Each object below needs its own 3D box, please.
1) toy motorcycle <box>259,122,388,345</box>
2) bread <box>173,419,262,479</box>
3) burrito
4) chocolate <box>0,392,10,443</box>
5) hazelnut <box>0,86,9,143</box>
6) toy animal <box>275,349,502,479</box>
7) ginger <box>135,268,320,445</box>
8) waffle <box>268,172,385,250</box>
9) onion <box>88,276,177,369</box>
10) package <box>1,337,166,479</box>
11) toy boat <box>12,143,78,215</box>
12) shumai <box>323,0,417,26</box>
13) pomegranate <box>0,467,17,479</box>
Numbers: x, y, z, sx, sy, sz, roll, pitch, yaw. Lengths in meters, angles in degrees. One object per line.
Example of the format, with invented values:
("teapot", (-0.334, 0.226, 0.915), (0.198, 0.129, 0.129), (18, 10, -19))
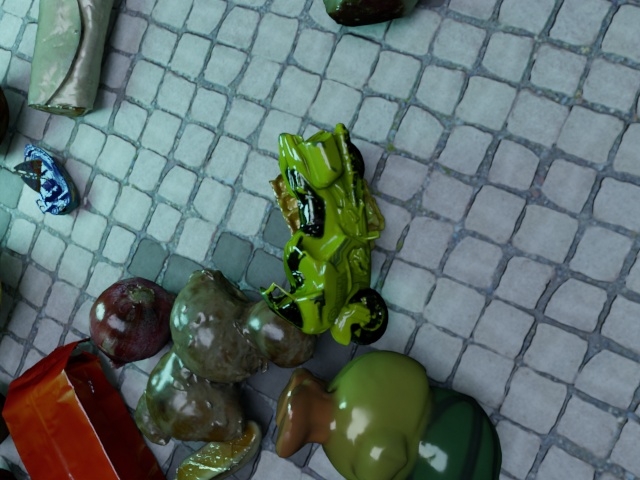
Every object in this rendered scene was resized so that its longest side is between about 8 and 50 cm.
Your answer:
("toy motorcycle", (-0.001, 0.000, 0.792), (0.142, 0.205, 0.343), (-12, 85, 51))
("bread", (-0.182, 0.400, 0.939), (0.214, 0.053, 0.073), (-37, 58, 15))
("burrito", (-0.515, -0.410, 1.072), (0.143, 0.105, 0.300), (8, 88, 9))
("chocolate", (-0.739, 0.383, 1.059), (0.176, 0.176, 0.177), (-1, 86, 18))
("hazelnut", (-0.781, -0.274, 1.085), (0.217, 0.234, 0.218), (5, 75, -18))
("toy animal", (0.109, 0.266, 0.751), (0.337, 0.216, 0.191), (23, 85, -5))
("ginger", (-0.189, 0.218, 0.892), (0.256, 0.176, 0.375), (40, 101, 13))
("waffle", (0.022, -0.046, 0.897), (0.160, 0.055, 0.211), (-28, 79, 14))
("onion", (-0.359, 0.167, 0.965), (0.159, 0.159, 0.195), (39, 117, 16))
("package", (-0.456, 0.401, 0.994), (0.195, 0.123, 0.424), (-34, 79, 11))
("toy boat", (-0.591, -0.137, 1.076), (0.091, 0.110, 0.175), (-36, 75, 13))
("shumai", (0.085, -0.504, 0.863), (0.309, 0.304, 0.264), (10, 124, 17))
("pomegranate", (-0.701, 0.534, 1.078), (0.159, 0.129, 0.130), (22, 95, 62))
